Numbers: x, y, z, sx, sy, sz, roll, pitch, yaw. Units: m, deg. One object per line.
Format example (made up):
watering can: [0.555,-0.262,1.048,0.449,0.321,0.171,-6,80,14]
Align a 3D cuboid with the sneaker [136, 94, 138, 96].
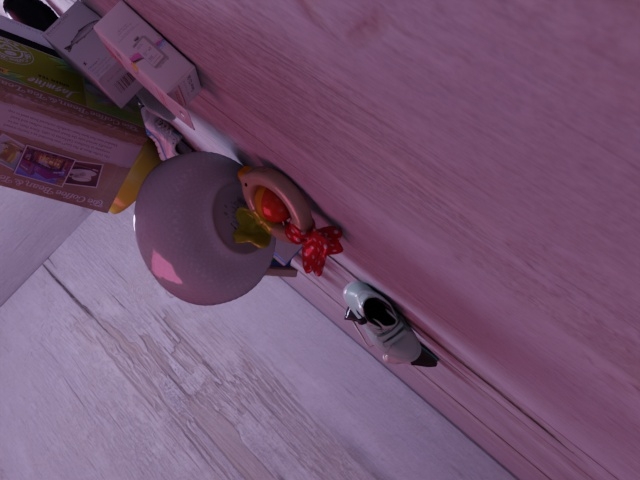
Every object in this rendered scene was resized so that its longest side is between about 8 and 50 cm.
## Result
sneaker: [-0.539,-0.361,1.764,0.102,0.146,0.293,43,173,-6]

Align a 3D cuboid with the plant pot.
plant pot: [-0.624,-0.248,2.059,0.239,0.254,0.254,43,173,-26]

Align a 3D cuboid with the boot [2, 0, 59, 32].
boot: [-0.686,-0.476,1.743,0.246,0.094,0.207,42,-154,-51]

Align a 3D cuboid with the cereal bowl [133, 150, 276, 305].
cereal bowl: [-0.216,-0.033,1.477,0.141,0.339,0.339,-13,132,42]

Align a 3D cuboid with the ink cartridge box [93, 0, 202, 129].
ink cartridge box: [-0.260,-0.277,1.119,0.198,0.067,0.115,43,173,2]

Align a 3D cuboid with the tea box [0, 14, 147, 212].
tea box: [-0.577,-0.267,1.460,0.329,0.220,0.323,16,-147,-36]

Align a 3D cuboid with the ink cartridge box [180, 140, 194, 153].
ink cartridge box: [-0.455,-0.299,2.068,0.207,0.046,0.097,40,173,13]

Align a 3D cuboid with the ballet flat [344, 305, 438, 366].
ballet flat: [0.177,0.263,1.835,0.280,0.096,0.095,40,172,16]

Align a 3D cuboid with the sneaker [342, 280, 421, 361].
sneaker: [0.158,0.210,1.612,0.256,0.094,0.151,47,177,-16]

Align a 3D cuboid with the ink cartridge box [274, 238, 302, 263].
ink cartridge box: [-0.122,0.000,1.940,0.134,0.078,0.231,42,173,-1]

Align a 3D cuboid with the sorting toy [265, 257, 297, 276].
sorting toy: [-0.235,0.030,2.251,0.255,0.089,0.257,6,-166,-32]

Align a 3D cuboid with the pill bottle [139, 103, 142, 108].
pill bottle: [-0.495,-0.351,1.990,0.083,0.043,0.043,45,172,-20]

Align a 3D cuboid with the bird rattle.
bird rattle: [-0.077,-0.043,1.324,0.253,0.143,0.207,30,150,46]

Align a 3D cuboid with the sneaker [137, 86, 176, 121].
sneaker: [-0.384,-0.321,1.565,0.070,0.051,0.134,31,172,33]

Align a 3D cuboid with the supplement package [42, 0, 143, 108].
supplement package: [-0.434,-0.365,1.364,0.179,0.105,0.105,38,172,20]

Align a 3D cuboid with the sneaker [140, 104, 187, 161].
sneaker: [-0.428,-0.298,1.923,0.083,0.071,0.190,-11,125,28]
